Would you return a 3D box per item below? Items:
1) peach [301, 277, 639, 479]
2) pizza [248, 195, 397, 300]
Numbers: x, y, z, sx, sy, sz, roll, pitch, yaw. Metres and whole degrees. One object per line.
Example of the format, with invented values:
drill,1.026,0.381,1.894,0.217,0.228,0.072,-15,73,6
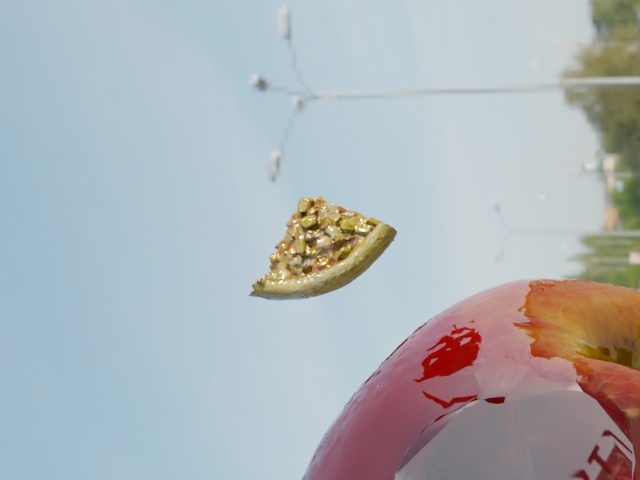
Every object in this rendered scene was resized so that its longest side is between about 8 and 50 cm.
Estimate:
peach,0.138,0.204,0.850,0.406,0.335,0.310,-51,-29,-1
pizza,0.000,0.000,1.566,0.041,0.178,0.131,48,-146,-52
